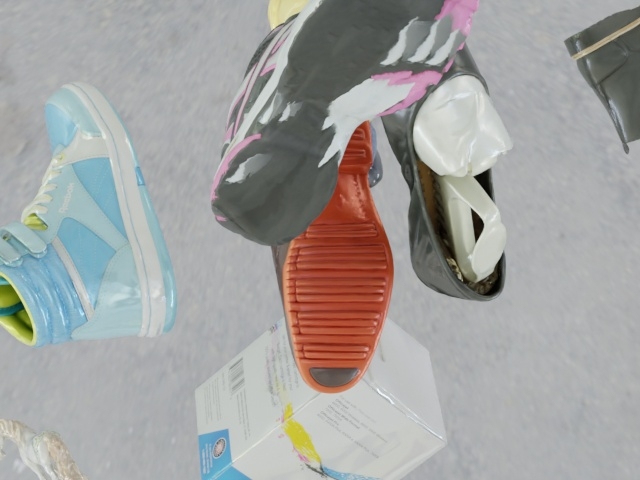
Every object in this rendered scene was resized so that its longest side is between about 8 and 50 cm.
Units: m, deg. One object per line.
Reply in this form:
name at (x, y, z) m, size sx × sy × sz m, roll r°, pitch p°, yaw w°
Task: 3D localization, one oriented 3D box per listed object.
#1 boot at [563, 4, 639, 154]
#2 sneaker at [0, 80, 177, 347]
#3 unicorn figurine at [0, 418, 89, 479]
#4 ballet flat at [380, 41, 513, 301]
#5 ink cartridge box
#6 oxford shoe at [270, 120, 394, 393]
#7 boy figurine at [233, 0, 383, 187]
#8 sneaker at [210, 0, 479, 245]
boot at (0.366, -0.188, 1.584) m, size 0.198 × 0.077 × 0.137 m, roll -25°, pitch 94°, yaw 22°
sneaker at (-0.292, -0.028, 1.656) m, size 0.208 × 0.127 × 0.319 m, roll -12°, pitch 60°, yaw -21°
unicorn figurine at (-0.321, 0.245, 1.769) m, size 0.162 × 0.060 × 0.111 m, roll -24°, pitch 103°, yaw 44°
ballet flat at (0.113, -0.062, 1.259) m, size 0.095 × 0.096 × 0.280 m, roll -32°, pitch 133°, yaw -19°
ink cartridge box at (-0.002, 0.199, 1.776) m, size 0.232 × 0.171 × 0.168 m, roll -40°, pitch 121°, yaw 21°
oxford shoe at (0.000, 0.000, 1.343) m, size 0.097 × 0.098 × 0.271 m, roll 6°, pitch 75°, yaw -22°
boy figurine at (-0.008, -0.150, 1.536) m, size 0.177 × 0.092 × 0.285 m, roll -13°, pitch 146°, yaw 1°
sneaker at (0.000, -0.086, 0.721) m, size 0.072 × 0.077 × 0.178 m, roll 26°, pitch 122°, yaw -29°
